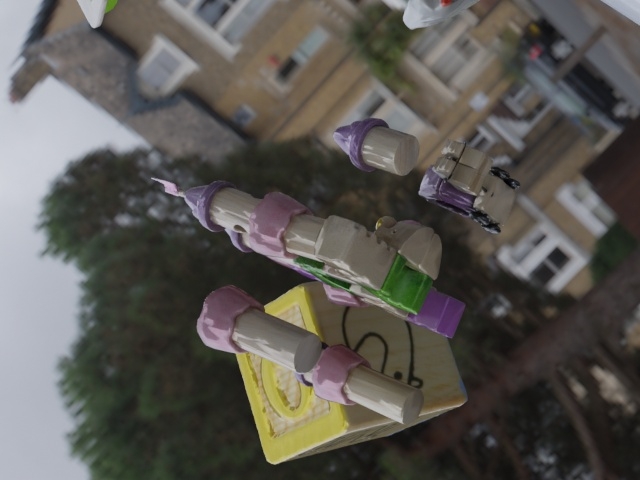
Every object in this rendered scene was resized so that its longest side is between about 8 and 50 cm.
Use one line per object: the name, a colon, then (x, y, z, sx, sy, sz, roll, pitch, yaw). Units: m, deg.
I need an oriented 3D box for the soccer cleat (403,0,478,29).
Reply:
soccer cleat: (0.171, -0.300, 1.513, 0.068, 0.196, 0.076, 57, 152, 2)

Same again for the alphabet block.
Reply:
alphabet block: (0.032, 0.157, 1.682, 0.197, 0.193, 0.192, -8, -108, -37)

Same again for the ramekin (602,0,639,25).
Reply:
ramekin: (0.275, -0.256, 0.872, 0.135, 0.277, 0.277, 39, -169, 6)

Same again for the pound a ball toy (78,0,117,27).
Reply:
pound a ball toy: (-0.208, -0.392, 1.653, 0.136, 0.208, 0.319, 64, 162, 6)

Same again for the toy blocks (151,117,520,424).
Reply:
toy blocks: (0.000, 0.000, 1.435, 0.260, 0.309, 0.288, 20, 172, 37)
